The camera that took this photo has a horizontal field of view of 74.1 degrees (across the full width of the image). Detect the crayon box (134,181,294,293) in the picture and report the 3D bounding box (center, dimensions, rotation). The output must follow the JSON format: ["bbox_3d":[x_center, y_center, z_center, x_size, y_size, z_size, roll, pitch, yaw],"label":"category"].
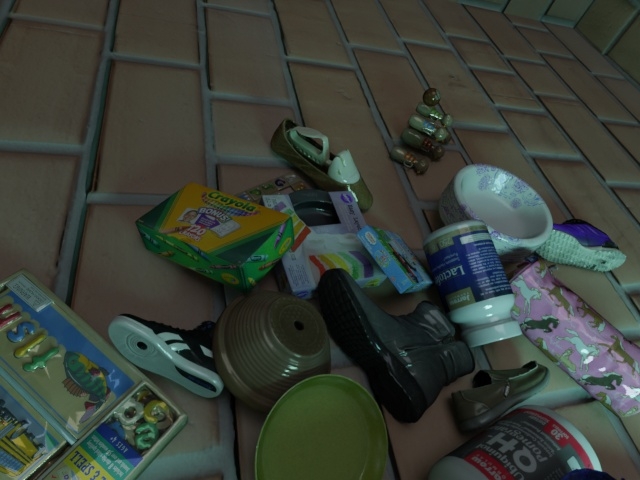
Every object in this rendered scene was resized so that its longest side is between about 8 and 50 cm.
[{"bbox_3d":[-0.213,-0.015,0.871,0.278,0.081,0.165,19,45,24],"label":"crayon box"}]

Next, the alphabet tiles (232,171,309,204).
[{"bbox_3d":[-0.072,-0.068,1.067,0.198,0.009,0.237,-29,66,-35],"label":"alphabet tiles"}]

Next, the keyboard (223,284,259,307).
[{"bbox_3d":[-0.183,0.049,0.935,0.072,0.014,0.256,-6,54,-17],"label":"keyboard"}]

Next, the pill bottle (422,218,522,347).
[{"bbox_3d":[0.342,0.099,0.959,0.153,0.153,0.265,-7,69,-24],"label":"pill bottle"}]

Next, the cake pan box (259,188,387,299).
[{"bbox_3d":[0.000,0.000,0.989,0.245,0.070,0.267,-4,57,-26],"label":"cake pan box"}]

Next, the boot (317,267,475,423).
[{"bbox_3d":[0.156,0.177,0.884,0.222,0.118,0.338,-26,81,-37],"label":"boot"}]

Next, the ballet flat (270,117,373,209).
[{"bbox_3d":[0.010,-0.217,1.139,0.342,0.124,0.116,40,51,14],"label":"ballet flat"}]

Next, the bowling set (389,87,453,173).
[{"bbox_3d":[0.351,-0.353,1.326,0.154,0.200,0.287,30,53,4],"label":"bowling set"}]

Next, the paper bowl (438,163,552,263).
[{"bbox_3d":[0.459,-0.061,1.153,0.284,0.148,0.284,10,50,-12],"label":"paper bowl"}]

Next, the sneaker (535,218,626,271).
[{"bbox_3d":[0.731,-0.009,1.247,0.293,0.102,0.146,17,45,-12],"label":"sneaker"}]

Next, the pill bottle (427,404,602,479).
[{"bbox_3d":[0.290,0.415,0.693,0.318,0.176,0.176,-15,59,-29],"label":"pill bottle"}]

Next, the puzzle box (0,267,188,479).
[{"bbox_3d":[-0.451,0.250,0.653,0.408,0.052,0.272,36,51,10],"label":"puzzle box"}]

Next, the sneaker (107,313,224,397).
[{"bbox_3d":[-0.251,0.174,0.746,0.217,0.079,0.121,40,29,-16],"label":"sneaker"}]

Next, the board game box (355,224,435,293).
[{"bbox_3d":[0.179,0.044,0.967,0.160,0.039,0.211,54,19,21],"label":"board game box"}]

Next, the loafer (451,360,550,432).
[{"bbox_3d":[0.369,0.297,0.869,0.251,0.094,0.087,-16,64,-29],"label":"loafer"}]

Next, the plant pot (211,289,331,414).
[{"bbox_3d":[-0.064,0.178,0.764,0.237,0.110,0.237,24,41,-23],"label":"plant pot"}]

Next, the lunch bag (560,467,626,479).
[{"bbox_3d":[0.315,0.508,0.473,0.238,0.328,0.385,5,10,29],"label":"lunch bag"}]

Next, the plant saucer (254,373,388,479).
[{"bbox_3d":[0.002,0.342,0.692,0.240,0.037,0.241,6,77,-27],"label":"plant saucer"}]

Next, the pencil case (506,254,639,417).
[{"bbox_3d":[0.586,0.211,0.977,0.386,0.167,0.160,47,22,19],"label":"pencil case"}]
